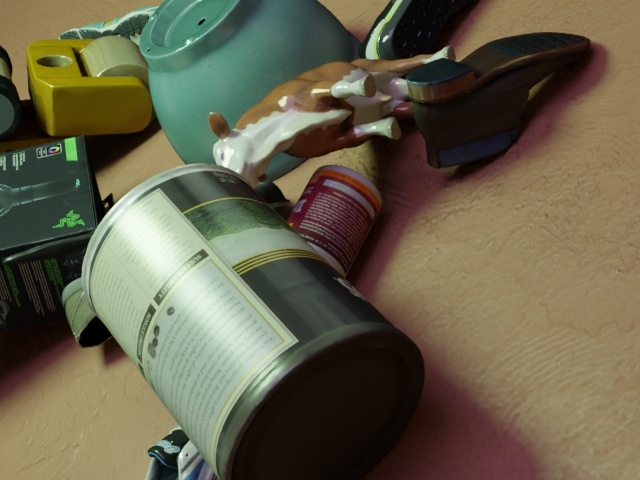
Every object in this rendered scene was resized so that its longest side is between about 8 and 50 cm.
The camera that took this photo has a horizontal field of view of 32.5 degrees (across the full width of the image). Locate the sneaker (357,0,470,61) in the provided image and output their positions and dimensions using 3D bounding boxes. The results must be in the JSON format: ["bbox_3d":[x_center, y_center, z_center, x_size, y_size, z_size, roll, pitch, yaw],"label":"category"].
[{"bbox_3d":[0.120,-0.302,1.391,0.234,0.084,0.097,-51,25,-21],"label":"sneaker"}]

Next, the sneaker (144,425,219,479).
[{"bbox_3d":[-0.112,0.198,1.078,0.085,0.086,0.237,5,55,47],"label":"sneaker"}]

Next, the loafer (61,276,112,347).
[{"bbox_3d":[-0.200,0.065,1.309,0.251,0.094,0.087,-25,53,25],"label":"loafer"}]

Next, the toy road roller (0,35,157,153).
[{"bbox_3d":[-0.417,-0.175,1.700,0.330,0.240,0.202,-7,32,-17],"label":"toy road roller"}]

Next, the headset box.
[{"bbox_3d":[-0.407,-0.004,1.447,0.283,0.131,0.246,-12,36,-7],"label":"headset box"}]

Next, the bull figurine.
[{"bbox_3d":[0.019,-0.143,1.219,0.188,0.101,0.310,-4,20,37],"label":"bull figurine"}]

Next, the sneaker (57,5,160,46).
[{"bbox_3d":[-0.328,-0.335,1.853,0.275,0.107,0.110,-7,28,32],"label":"sneaker"}]

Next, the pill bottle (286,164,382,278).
[{"bbox_3d":[0.000,0.000,1.181,0.086,0.086,0.152,0,52,43],"label":"pill bottle"}]

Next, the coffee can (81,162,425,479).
[{"bbox_3d":[-0.068,0.083,0.999,0.201,0.201,0.275,-43,52,-3],"label":"coffee can"}]

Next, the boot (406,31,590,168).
[{"bbox_3d":[0.196,-0.155,1.189,0.219,0.106,0.082,-18,28,-16],"label":"boot"}]

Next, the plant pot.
[{"bbox_3d":[-0.111,-0.235,1.438,0.293,0.196,0.293,-25,39,22],"label":"plant pot"}]

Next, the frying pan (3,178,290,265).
[{"bbox_3d":[-0.197,-0.030,1.283,0.326,0.053,0.197,-9,5,-9],"label":"frying pan"}]
